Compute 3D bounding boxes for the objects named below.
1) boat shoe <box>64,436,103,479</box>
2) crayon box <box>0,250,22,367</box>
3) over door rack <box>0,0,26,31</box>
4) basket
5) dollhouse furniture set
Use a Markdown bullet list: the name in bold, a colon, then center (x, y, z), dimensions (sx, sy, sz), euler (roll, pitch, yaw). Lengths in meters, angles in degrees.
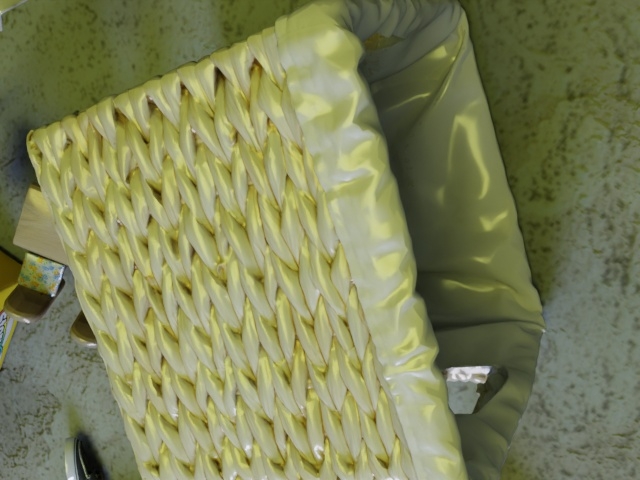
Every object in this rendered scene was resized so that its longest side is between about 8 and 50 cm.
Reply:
- **boat shoe**: center (-0.293, 0.313, 0.977), dimensions (0.040, 0.049, 0.142), euler (-11, 102, -11)
- **crayon box**: center (-0.508, 0.202, 0.872), dimensions (0.106, 0.313, 0.363), euler (31, 114, 6)
- **over door rack**: center (-0.423, -0.244, 0.763), dimensions (0.240, 0.108, 0.324), euler (53, 139, -6)
- **basket**: center (0.000, 0.000, 0.615), dimensions (0.266, 0.328, 0.331), euler (-11, 102, 25)
- **dollhouse furniture set**: center (-0.292, -0.013, 0.776), dimensions (0.242, 0.161, 0.212), euler (22, 113, -8)
